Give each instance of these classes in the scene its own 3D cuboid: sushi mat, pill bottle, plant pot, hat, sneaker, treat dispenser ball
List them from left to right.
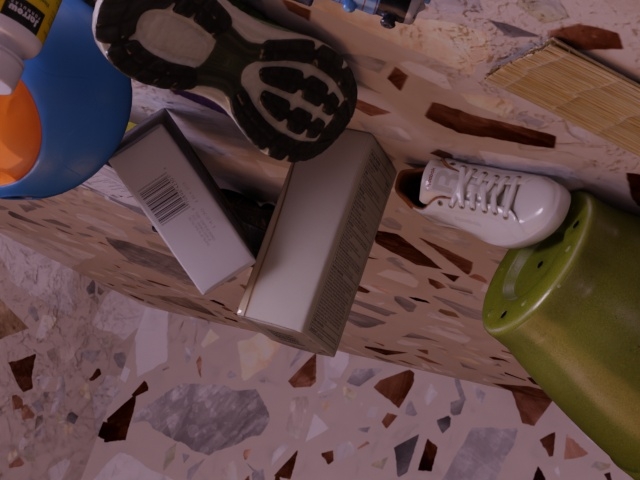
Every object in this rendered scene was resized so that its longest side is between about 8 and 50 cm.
[{"bbox_3d":[-0.353,-0.278,1.356,0.119,0.208,0.119,18,168,4],"label":"pill bottle"},{"bbox_3d":[-0.391,-0.196,1.576,0.288,0.288,0.288,18,167,4],"label":"treat dispenser ball"},{"bbox_3d":[-0.117,-0.238,1.461,0.410,0.158,0.182,28,-165,-42],"label":"sneaker"},{"bbox_3d":[-0.157,-0.024,2.283,0.331,0.133,0.331,16,176,1],"label":"hat"},{"bbox_3d":[0.213,-0.057,1.689,0.123,0.105,0.290,25,168,-35],"label":"sneaker"},{"bbox_3d":[0.430,0.121,1.683,0.353,0.366,0.366,34,165,-11],"label":"plant pot"},{"bbox_3d":[0.346,-0.138,1.349,0.317,0.019,0.151,24,168,-17],"label":"sushi mat"}]

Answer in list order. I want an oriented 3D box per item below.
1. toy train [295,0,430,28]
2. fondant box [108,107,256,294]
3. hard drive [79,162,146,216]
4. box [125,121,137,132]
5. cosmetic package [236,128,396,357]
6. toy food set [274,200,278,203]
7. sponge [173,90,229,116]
[{"bbox_3d":[0.027,-0.260,1.108,0.184,0.105,0.080,20,168,-2],"label":"toy train"},{"bbox_3d":[-0.208,-0.068,1.817,0.238,0.096,0.330,56,-179,-12],"label":"fondant box"},{"bbox_3d":[-0.373,-0.128,2.084,0.339,0.064,0.237,26,166,-29],"label":"hard drive"},{"bbox_3d":[-0.353,-0.178,2.122,0.232,0.058,0.087,19,167,3],"label":"box"},{"bbox_3d":[0.000,0.000,1.784,0.113,0.309,0.160,13,165,22],"label":"cosmetic package"},{"bbox_3d":[-0.043,-0.059,2.254,0.078,0.019,0.122,24,166,-21],"label":"toy food set"},{"bbox_3d":[-0.095,-0.190,1.672,0.210,0.031,0.117,22,167,-10],"label":"sponge"}]
